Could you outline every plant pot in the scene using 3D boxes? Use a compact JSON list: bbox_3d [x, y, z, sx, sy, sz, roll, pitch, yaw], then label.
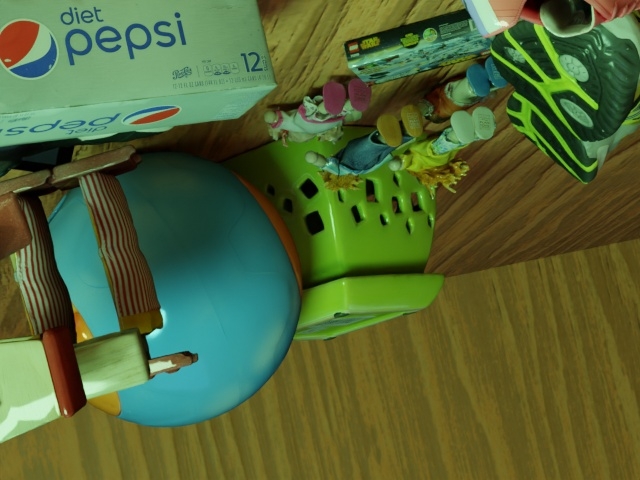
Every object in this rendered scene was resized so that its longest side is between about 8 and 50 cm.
[{"bbox_3d":[0.000,0.000,2.283,0.227,0.207,0.228,-19,168,37],"label":"plant pot"}]

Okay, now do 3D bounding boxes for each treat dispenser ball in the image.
[{"bbox_3d":[-0.163,0.052,2.096,0.288,0.288,0.288,-13,171,-2],"label":"treat dispenser ball"}]

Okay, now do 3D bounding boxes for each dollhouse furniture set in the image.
[{"bbox_3d":[-0.202,0.034,1.616,0.152,0.201,0.374,-16,180,-2],"label":"dollhouse furniture set"}]

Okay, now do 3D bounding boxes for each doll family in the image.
[{"bbox_3d":[0.073,-0.098,2.045,0.263,0.118,0.163,-9,171,-25],"label":"doll family"}]

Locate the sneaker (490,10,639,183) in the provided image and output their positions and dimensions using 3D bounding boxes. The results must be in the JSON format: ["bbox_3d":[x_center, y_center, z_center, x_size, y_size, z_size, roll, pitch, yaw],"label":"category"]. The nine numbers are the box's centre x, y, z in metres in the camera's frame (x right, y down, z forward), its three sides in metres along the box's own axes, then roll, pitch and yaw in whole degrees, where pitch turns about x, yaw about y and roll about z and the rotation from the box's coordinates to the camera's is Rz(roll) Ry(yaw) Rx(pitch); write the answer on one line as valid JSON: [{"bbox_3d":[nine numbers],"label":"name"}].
[{"bbox_3d":[0.256,-0.175,1.875,0.147,0.145,0.385,-49,173,-5],"label":"sneaker"}]

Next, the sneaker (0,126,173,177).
[{"bbox_3d":[-0.228,-0.098,1.649,0.217,0.079,0.121,6,137,-45],"label":"sneaker"}]

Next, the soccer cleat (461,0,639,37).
[{"bbox_3d":[0.211,-0.210,1.549,0.318,0.116,0.108,-3,167,-45],"label":"soccer cleat"}]

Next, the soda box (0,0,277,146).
[{"bbox_3d":[-0.185,-0.134,1.518,0.286,0.098,0.091,-9,169,-26],"label":"soda box"}]

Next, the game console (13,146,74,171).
[{"bbox_3d":[-0.221,-0.106,1.746,0.071,0.107,0.122,14,-177,26],"label":"game console"}]

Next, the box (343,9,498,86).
[{"bbox_3d":[0.097,-0.181,1.862,0.137,0.027,0.094,-14,170,10],"label":"box"}]
